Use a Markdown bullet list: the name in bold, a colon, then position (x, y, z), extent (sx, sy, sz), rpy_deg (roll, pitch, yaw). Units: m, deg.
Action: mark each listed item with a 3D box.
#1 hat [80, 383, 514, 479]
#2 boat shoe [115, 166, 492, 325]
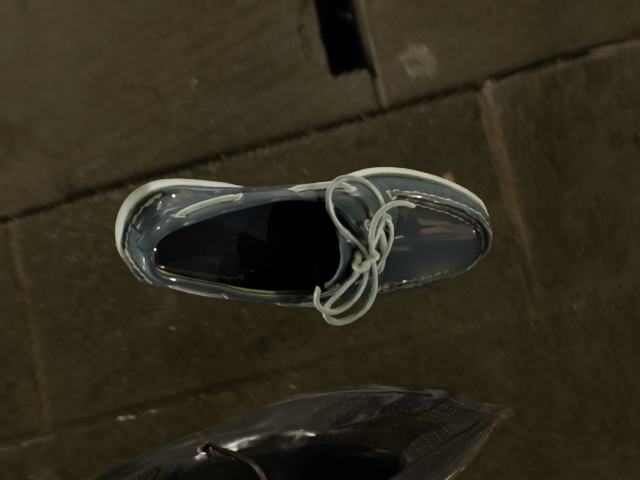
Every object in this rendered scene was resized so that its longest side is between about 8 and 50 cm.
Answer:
- **hat**: position (-0.029, 0.193, 0.954), extent (0.331, 0.331, 0.134), rpy_deg (-14, 96, 11)
- **boat shoe**: position (0.000, 0.000, 1.017), extent (0.254, 0.079, 0.095), rpy_deg (5, 105, -21)
